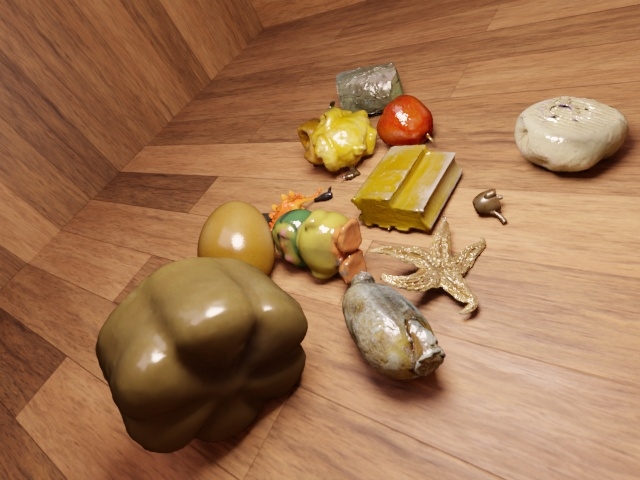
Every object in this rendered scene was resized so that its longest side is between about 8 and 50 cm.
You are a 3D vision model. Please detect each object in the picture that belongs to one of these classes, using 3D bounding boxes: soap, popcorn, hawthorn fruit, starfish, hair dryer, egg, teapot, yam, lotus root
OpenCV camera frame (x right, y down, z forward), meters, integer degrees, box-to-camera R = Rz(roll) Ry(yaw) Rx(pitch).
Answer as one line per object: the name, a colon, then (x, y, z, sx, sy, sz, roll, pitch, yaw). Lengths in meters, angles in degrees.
soap: (0.276, -0.168, 1.294, 0.259, 0.143, 0.281, 11, 52, 36)
popcorn: (0.055, -0.394, 1.558, 0.316, 0.281, 0.297, 10, 38, 23)
hawthorn fruit: (0.323, -0.411, 1.474, 0.225, 0.196, 0.196, 37, 73, 22)
starfish: (0.307, 0.055, 1.079, 0.299, 0.060, 0.302, 34, 57, 27)
hair dryer: (0.019, -0.178, 1.544, 0.079, 0.031, 0.083, -15, 29, 32)
egg: (-0.275, 0.021, 1.339, 0.250, 0.250, 0.322, -16, 66, 18)
teapot: (0.478, -0.093, 1.139, 0.080, 0.085, 0.110, -22, 62, 14)
yam: (0.215, -0.629, 1.741, 0.271, 0.202, 0.201, -11, 67, 21)
lotus root: (0.149, 0.202, 0.986, 0.175, 0.175, 0.349, -36, 34, -4)

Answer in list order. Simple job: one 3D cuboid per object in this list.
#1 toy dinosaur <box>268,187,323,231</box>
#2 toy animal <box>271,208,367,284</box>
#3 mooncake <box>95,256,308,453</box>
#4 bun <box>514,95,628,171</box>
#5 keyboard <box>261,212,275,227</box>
toy dinosaur: (-0.113, -0.120, 1.486, 0.288, 0.117, 0.070, -43, 41, -2)
toy animal: (0.001, -0.001, 1.261, 0.338, 0.216, 0.191, 11, 29, 42)
mooncake: (-0.262, 0.271, 0.969, 0.467, 0.467, 0.262, -42, 49, -11)
bun: (0.686, -0.293, 1.140, 0.273, 0.168, 0.273, -8, 45, 8)
keyboard: (-0.237, -0.015, 1.537, 0.094, 0.025, 0.230, 0, 51, 29)
